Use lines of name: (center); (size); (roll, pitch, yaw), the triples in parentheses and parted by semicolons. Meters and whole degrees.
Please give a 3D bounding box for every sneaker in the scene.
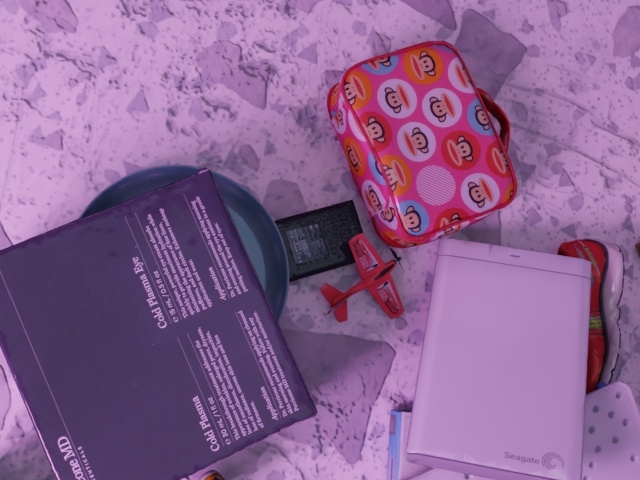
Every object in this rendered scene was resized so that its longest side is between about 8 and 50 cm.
sneaker: (0.405, 0.133, 1.401); (0.118, 0.107, 0.279); (6, 75, 5)

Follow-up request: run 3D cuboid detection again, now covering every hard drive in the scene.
hard drive: (0.000, 0.000, 1.339); (0.135, 0.022, 0.094); (-16, 85, -17)
hard drive: (0.263, 0.166, 1.275); (0.233, 0.047, 0.353); (9, 58, 7)

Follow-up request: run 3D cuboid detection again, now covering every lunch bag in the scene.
lunch bag: (0.170, -0.155, 1.361); (0.258, 0.120, 0.293); (-20, 86, -18)

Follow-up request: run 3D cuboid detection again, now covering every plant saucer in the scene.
plant saucer: (-0.204, 0.050, 1.267); (0.317, 0.044, 0.318); (3, 80, -15)

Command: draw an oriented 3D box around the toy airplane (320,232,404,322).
toy airplane: (0.064, 0.069, 1.337); (0.151, 0.028, 0.151); (-3, 97, -25)

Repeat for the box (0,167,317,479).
box: (-0.227, 0.133, 1.131); (0.312, 0.179, 0.343); (-22, 87, -18)

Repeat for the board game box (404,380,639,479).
board game box: (0.329, 0.449, 1.276); (0.390, 0.050, 0.390); (-22, 95, -13)

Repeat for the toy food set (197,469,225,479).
toy food set: (-0.233, 0.372, 1.153); (0.232, 0.111, 0.104); (-37, 58, -24)

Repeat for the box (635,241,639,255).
box: (0.640, 0.064, 1.499); (0.164, 0.021, 0.201); (-25, 88, -17)

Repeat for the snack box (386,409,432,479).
snack box: (0.258, 0.355, 1.326); (0.322, 0.060, 0.187); (6, 81, -14)
